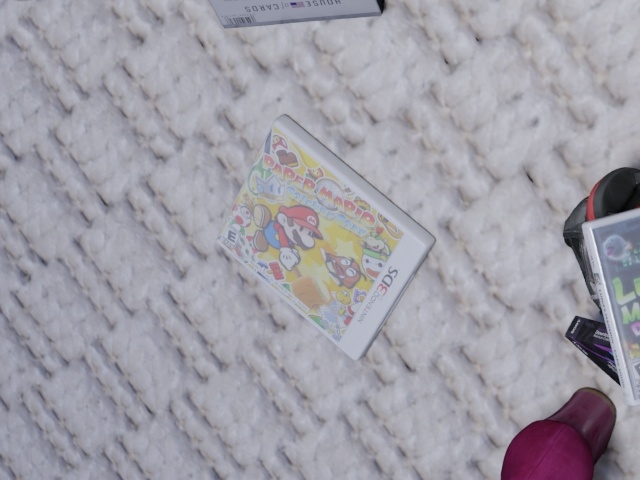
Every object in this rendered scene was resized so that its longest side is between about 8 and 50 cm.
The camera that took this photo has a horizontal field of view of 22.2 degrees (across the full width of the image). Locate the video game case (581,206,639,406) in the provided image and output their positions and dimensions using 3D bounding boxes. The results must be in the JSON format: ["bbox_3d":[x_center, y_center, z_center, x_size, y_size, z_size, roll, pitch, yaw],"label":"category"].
[{"bbox_3d":[0.347,0.044,1.496,0.022,0.190,0.173,174,82,-76],"label":"video game case"}]

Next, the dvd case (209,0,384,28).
[{"bbox_3d":[-0.051,-0.296,1.611,0.179,0.030,0.239,-2,150,17],"label":"dvd case"}]

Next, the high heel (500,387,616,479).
[{"bbox_3d":[0.221,0.342,1.771,0.127,0.181,0.377,21,125,27],"label":"high heel"}]

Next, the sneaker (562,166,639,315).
[{"bbox_3d":[0.339,0.051,1.581,0.276,0.097,0.135,46,153,-8],"label":"sneaker"}]

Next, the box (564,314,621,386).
[{"bbox_3d":[0.328,0.129,1.601,0.116,0.029,0.162,40,169,-30],"label":"box"}]

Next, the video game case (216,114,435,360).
[{"bbox_3d":[0.000,0.000,1.859,0.227,0.026,0.206,40,132,13],"label":"video game case"}]
